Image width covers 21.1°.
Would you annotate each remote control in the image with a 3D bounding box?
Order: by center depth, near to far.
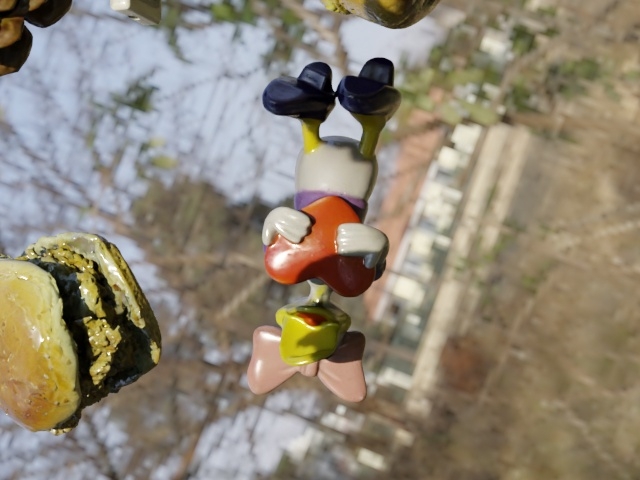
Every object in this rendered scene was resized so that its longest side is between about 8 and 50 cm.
[{"bbox_3d":[-0.202,-0.337,1.883,0.087,0.029,0.190,19,-112,-68],"label":"remote control"}]

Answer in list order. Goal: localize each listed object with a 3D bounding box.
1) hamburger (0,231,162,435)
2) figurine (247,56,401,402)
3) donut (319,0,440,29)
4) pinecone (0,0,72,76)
[{"bbox_3d":[-0.227,0.077,1.392,0.131,0.159,0.185,-32,6,-40],"label":"hamburger"},{"bbox_3d":[0.000,-0.003,1.927,0.193,0.154,0.420,-78,-5,-76],"label":"figurine"},{"bbox_3d":[0.100,-0.369,1.970,0.208,0.128,0.261,-43,-22,-33],"label":"donut"},{"bbox_3d":[-0.287,-0.206,1.187,0.246,0.246,0.292,-67,14,-13],"label":"pinecone"}]
